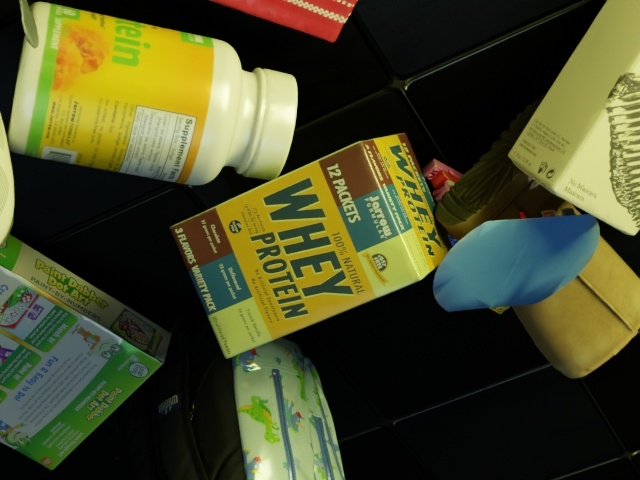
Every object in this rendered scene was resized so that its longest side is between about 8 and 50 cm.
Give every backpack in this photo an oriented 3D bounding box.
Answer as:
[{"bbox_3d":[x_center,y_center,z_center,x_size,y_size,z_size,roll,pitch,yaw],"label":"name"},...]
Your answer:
[{"bbox_3d":[-0.097,0.289,1.401,0.273,0.356,0.290,29,125,-31],"label":"backpack"}]

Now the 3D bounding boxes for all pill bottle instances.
[{"bbox_3d":[-0.151,-0.125,1.127,0.245,0.136,0.136,10,134,-16],"label":"pill bottle"}]

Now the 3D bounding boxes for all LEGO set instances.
[{"bbox_3d":[0.184,0.017,1.335,0.227,0.093,0.087,26,128,-29],"label":"LEGO set"}]

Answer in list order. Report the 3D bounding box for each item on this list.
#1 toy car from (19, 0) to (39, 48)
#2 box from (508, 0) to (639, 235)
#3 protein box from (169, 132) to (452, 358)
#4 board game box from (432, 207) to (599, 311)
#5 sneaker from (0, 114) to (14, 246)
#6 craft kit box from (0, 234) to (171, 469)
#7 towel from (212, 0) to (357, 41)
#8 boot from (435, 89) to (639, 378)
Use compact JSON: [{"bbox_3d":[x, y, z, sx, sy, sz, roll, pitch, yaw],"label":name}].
[{"bbox_3d":[-0.218,-0.245,0.961,0.148,0.188,0.155,-5,136,0],"label":"toy car"},{"bbox_3d":[0.295,-0.152,1.101,0.113,0.094,0.275,24,104,-27],"label":"box"},{"bbox_3d":[0.000,0.000,1.200,0.201,0.200,0.136,-23,90,17],"label":"protein box"},{"bbox_3d":[0.181,0.011,1.188,0.168,0.033,0.133,-4,140,-20],"label":"board game box"},{"bbox_3d":[-0.316,-0.163,0.884,0.169,0.257,0.448,-31,114,-27],"label":"sneaker"},{"bbox_3d":[-0.337,0.126,1.392,0.246,0.061,0.250,36,124,-17],"label":"craft kit box"},{"bbox_3d":[-0.024,-0.302,1.037,0.198,0.031,0.275,16,130,-18],"label":"towel"},{"bbox_3d":[0.270,-0.013,1.277,0.236,0.089,0.269,-40,123,9],"label":"boot"}]
